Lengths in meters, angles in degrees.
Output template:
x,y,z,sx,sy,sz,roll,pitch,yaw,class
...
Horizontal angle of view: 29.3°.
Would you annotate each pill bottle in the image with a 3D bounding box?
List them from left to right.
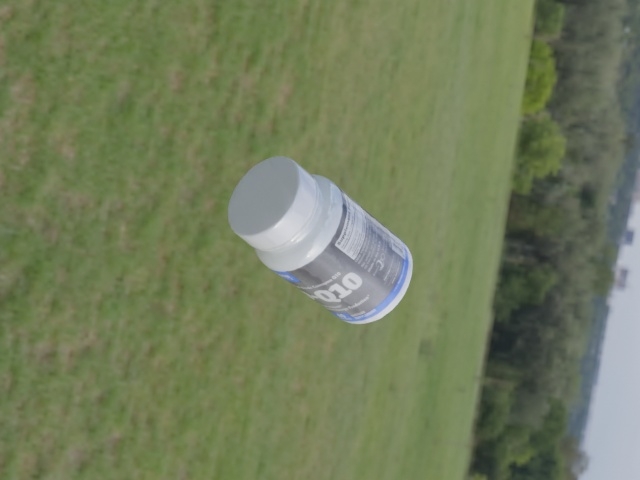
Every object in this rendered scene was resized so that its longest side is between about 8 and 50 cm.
x,y,z,sx,sy,sz,roll,pitch,yaw,class
0.000,0.000,0.892,0.137,0.078,0.078,37,57,-41,pill bottle
